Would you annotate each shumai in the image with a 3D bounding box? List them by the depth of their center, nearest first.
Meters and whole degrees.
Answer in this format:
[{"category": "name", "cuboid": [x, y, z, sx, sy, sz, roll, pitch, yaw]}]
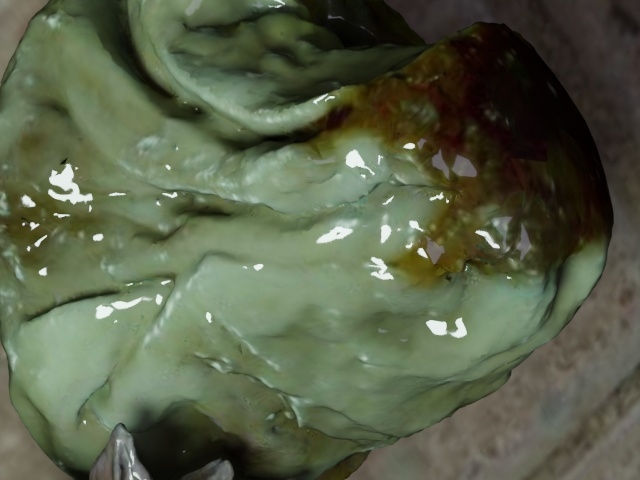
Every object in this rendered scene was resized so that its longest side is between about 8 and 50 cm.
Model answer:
[{"category": "shumai", "cuboid": [0.000, 0.000, 0.969, 0.309, 0.263, 0.304, 39, 74, -26]}]

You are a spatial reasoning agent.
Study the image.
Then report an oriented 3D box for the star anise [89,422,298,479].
[{"category": "star anise", "cuboid": [-0.100, 0.176, 1.009, 0.195, 0.065, 0.182, 21, 120, -35]}]
